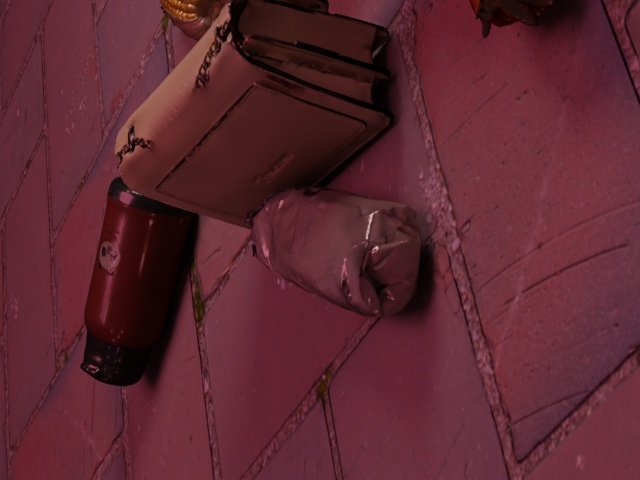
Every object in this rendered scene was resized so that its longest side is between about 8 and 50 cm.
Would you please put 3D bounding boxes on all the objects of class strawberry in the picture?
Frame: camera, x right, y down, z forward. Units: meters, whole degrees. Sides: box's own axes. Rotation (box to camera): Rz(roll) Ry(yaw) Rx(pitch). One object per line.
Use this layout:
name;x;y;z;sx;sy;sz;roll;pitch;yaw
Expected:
strawberry;0.205;-0.309;1.623;0.228;0.098;0.174;-91;1;-75

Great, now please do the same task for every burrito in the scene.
burrito;0.000;0.000;1.915;0.445;0.101;0.139;-162;79;-65

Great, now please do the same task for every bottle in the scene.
bottle;-0.309;0.071;2.491;0.144;0.144;0.336;39;116;62

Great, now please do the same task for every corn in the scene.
corn;-0.208;-0.414;2.519;0.305;0.122;0.123;-123;21;-59

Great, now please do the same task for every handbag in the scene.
handbag;-0.093;-0.170;1.996;0.358;0.236;0.160;-39;47;50
